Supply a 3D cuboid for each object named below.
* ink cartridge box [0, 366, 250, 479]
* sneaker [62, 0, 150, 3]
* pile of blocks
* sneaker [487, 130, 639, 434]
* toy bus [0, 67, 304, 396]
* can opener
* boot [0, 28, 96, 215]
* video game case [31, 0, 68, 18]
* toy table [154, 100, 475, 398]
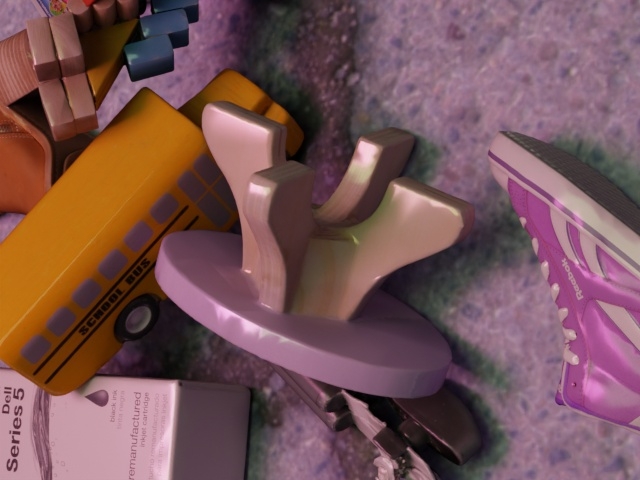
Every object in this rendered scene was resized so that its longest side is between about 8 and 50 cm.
[{"bbox_3d":[-0.211,0.224,1.663,0.273,0.115,0.198,0,84,35],"label":"ink cartridge box"},{"bbox_3d":[-0.161,-0.325,1.698,0.295,0.124,0.178,-39,70,16],"label":"sneaker"},{"bbox_3d":[-0.143,-0.255,1.552,0.149,0.112,0.362,21,75,2],"label":"pile of blocks"},{"bbox_3d":[0.204,0.043,1.410,0.282,0.102,0.161,47,113,30],"label":"sneaker"},{"bbox_3d":[-0.171,-0.020,1.605,0.332,0.130,0.108,-48,53,-4],"label":"toy bus"},{"bbox_3d":[0.024,0.123,1.552,0.093,0.074,0.280,-41,58,-16],"label":"can opener"},{"bbox_3d":[-0.313,-0.053,1.781,0.220,0.109,0.283,-28,80,37],"label":"boot"},{"bbox_3d":[-0.249,-0.276,1.818,0.122,0.011,0.087,-46,62,21],"label":"video game case"},{"bbox_3d":[0.000,0.000,1.488,0.274,0.252,0.161,20,112,12],"label":"toy table"}]
